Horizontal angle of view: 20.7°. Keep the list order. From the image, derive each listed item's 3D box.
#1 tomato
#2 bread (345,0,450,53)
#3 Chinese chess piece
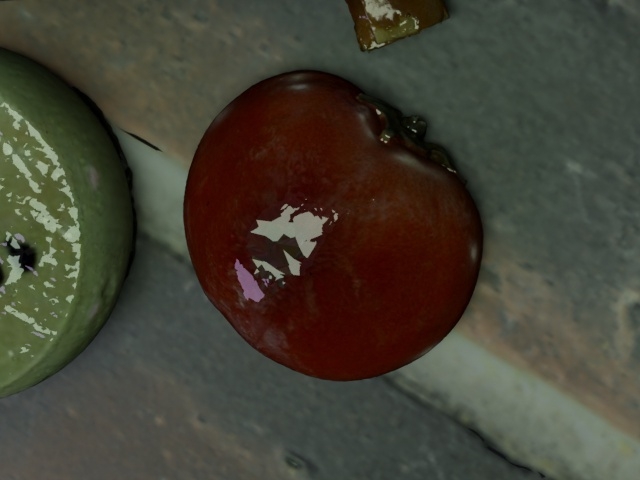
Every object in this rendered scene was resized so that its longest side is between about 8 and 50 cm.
[{"bbox_3d":[0.000,0.000,0.850,0.159,0.091,0.139,42,111,-1],"label":"tomato"},{"bbox_3d":[0.029,-0.135,0.837,0.047,0.036,0.083,-16,102,14],"label":"bread"},{"bbox_3d":[-0.190,-0.009,0.901,0.188,0.083,0.188,3,103,15],"label":"Chinese chess piece"}]
